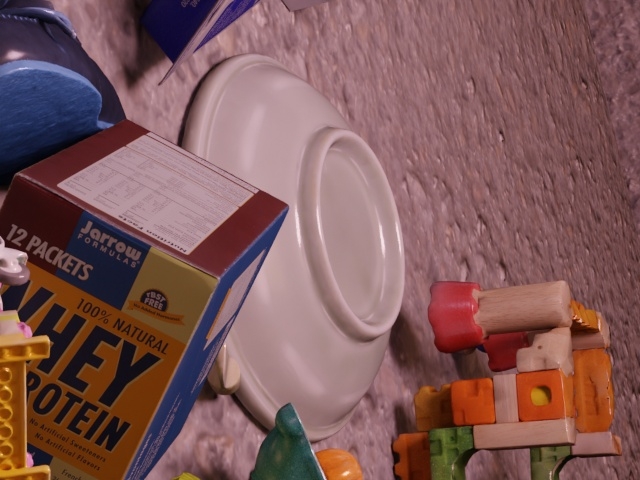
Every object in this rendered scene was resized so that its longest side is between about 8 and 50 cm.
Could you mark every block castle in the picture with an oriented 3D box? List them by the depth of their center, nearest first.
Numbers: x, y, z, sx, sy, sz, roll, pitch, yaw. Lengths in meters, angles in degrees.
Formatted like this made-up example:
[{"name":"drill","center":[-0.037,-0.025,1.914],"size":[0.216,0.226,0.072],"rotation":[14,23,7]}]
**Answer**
[{"name":"block castle","center":[0.228,0.282,1.699],"size":[0.303,0.213,0.453],"rotation":[26,59,-65]}]

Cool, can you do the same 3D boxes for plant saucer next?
[{"name":"plant saucer","center":[0.000,0.000,1.449],"size":[0.400,0.100,0.400],"rotation":[35,50,-57]}]

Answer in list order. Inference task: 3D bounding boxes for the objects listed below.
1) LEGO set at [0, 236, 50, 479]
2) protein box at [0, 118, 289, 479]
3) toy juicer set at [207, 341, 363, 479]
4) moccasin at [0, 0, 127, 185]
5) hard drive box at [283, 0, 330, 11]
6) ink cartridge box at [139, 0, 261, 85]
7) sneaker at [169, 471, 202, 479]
[{"name":"LEGO set","center":[-0.227,0.109,0.786],"size":[0.132,0.287,0.107],"rotation":[17,20,-29]},{"name":"protein box","center":[-0.138,0.052,0.937],"size":[0.200,0.136,0.201],"rotation":[-63,176,17]},{"name":"toy juicer set","center":[-0.015,0.203,1.254],"size":[0.209,0.089,0.329],"rotation":[-143,-151,-76]},{"name":"moccasin","center":[-0.219,-0.105,0.964],"size":[0.117,0.138,0.342],"rotation":[62,-4,2]},{"name":"hard drive box","center":[0.038,-0.385,1.589],"size":[0.089,0.181,0.232],"rotation":[48,38,-48]},{"name":"ink cartridge box","center":[-0.067,-0.271,1.337],"size":[0.065,0.165,0.332],"rotation":[39,31,-3]},{"name":"sneaker","center":[-0.117,0.254,1.112],"size":[0.109,0.123,0.295],"rotation":[40,2,17]}]
